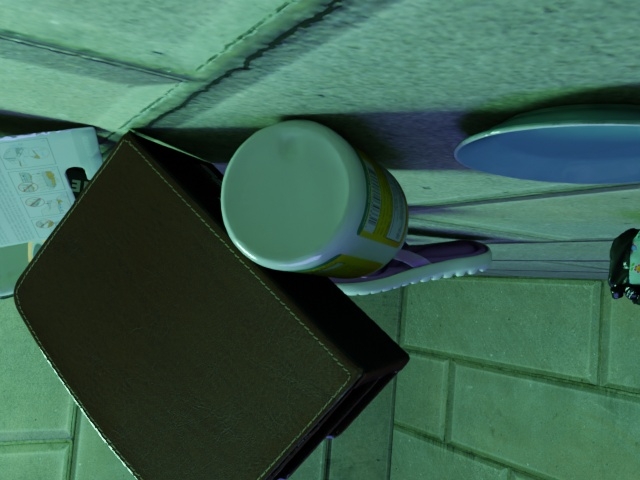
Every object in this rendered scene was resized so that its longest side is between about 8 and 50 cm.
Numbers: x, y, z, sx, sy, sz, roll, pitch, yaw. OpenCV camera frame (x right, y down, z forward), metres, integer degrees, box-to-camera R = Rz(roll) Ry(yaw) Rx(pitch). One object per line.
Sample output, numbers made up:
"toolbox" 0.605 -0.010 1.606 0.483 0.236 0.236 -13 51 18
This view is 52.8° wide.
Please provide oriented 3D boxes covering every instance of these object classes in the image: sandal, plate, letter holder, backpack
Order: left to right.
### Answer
"letter holder" -0.110 0.086 0.607 0.302 0.214 0.152 44 -169 19
"sandal" 0.149 0.021 1.276 0.417 0.102 0.169 -7 -164 -26
"plate" 0.189 -0.067 0.450 0.188 0.024 0.188 4 176 0
"backpack" 0.470 0.026 0.803 0.182 0.115 0.152 0 -175 41

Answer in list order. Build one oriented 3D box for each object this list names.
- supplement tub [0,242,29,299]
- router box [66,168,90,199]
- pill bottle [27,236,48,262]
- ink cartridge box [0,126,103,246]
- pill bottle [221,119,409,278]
"supplement tub" -0.635 0.007 1.200 0.194 0.193 0.316 8 175 -39
"router box" -0.366 -0.070 0.858 0.179 0.046 0.133 6 175 -26
"pill bottle" -0.229 0.009 0.812 0.246 0.130 0.131 -13 -171 -42
"ink cartridge box" -0.330 -0.056 0.626 0.233 0.066 0.189 -15 155 -17
"pill bottle" 0.011 -0.025 0.571 0.118 0.117 0.208 3 176 22
